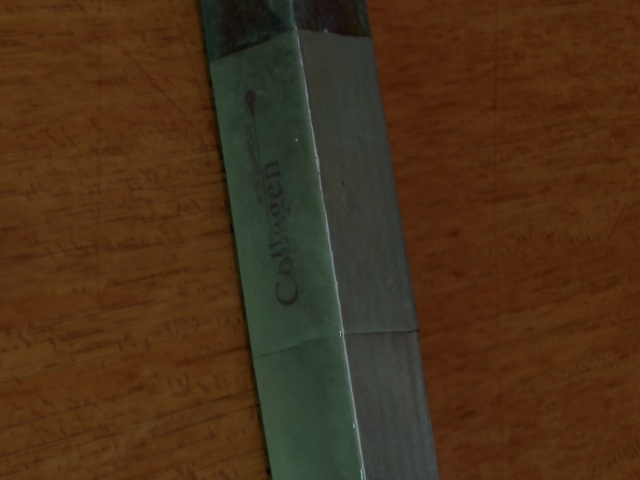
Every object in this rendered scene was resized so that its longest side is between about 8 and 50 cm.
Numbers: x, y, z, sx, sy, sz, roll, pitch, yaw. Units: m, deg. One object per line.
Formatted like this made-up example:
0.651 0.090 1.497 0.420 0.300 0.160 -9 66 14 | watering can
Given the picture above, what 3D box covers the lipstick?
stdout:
0.000 0.000 1.181 0.080 0.076 0.371 2 76 -50 | lipstick
